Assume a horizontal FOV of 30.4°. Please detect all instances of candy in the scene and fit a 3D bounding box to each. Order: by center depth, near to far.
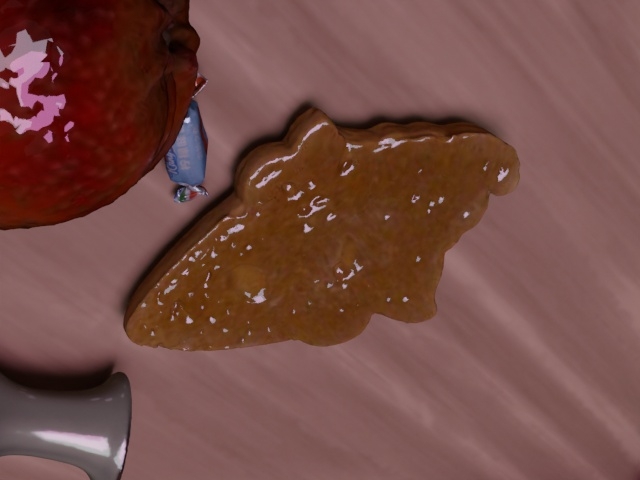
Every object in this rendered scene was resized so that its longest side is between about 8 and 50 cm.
[{"bbox_3d":[-0.071,-0.056,0.638,0.030,0.020,0.083,-9,127,-5],"label":"candy"}]

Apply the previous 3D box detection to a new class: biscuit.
[{"bbox_3d":[0.000,0.000,0.691,0.250,0.035,0.162,-24,120,-5],"label":"biscuit"}]

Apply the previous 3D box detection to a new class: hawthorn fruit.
[{"bbox_3d":[-0.155,-0.086,0.506,0.200,0.179,0.179,-9,124,5],"label":"hawthorn fruit"}]

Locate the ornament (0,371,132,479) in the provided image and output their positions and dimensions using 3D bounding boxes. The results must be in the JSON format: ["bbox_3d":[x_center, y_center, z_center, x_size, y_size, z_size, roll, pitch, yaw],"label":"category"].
[{"bbox_3d":[-0.189,0.099,0.663,0.156,0.081,0.075,12,82,-29],"label":"ornament"}]
